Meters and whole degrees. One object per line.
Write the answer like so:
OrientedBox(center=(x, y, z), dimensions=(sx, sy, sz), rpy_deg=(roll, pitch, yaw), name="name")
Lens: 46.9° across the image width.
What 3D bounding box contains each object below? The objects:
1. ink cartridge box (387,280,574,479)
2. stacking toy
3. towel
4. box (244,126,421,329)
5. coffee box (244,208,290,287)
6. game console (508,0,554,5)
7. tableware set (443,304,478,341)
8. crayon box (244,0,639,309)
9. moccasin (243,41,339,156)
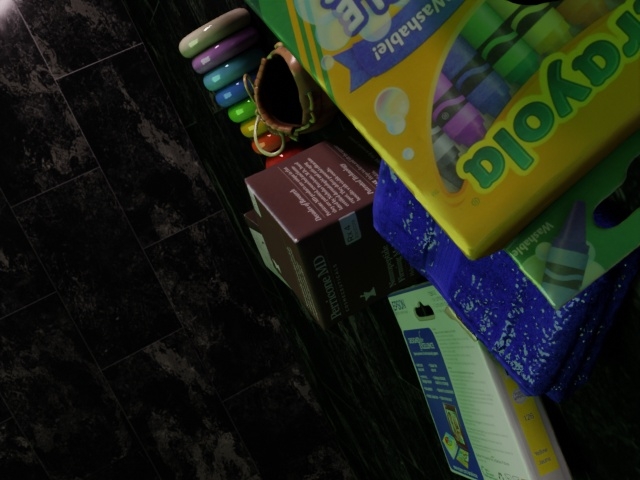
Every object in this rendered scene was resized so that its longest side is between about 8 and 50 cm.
OrientedBox(center=(0.213, 0.200, 1.055), dimensions=(0.303, 0.072, 0.307), rpy_deg=(141, 112, -77), name="ink cartridge box")
OrientedBox(center=(-0.115, -0.241, 1.334), dimensions=(0.330, 0.141, 0.141), rpy_deg=(61, 168, -14), name="stacking toy")
OrientedBox(center=(0.162, -0.002, 0.751), dimensions=(0.308, 0.076, 0.227), rpy_deg=(48, 149, 39), name="towel")
OrientedBox(center=(0.037, -0.025, 0.996), dimensions=(0.167, 0.203, 0.168), rpy_deg=(48, 161, 46), name="box")
OrientedBox(center=(0.000, 0.000, 1.264), dimensions=(0.297, 0.168, 0.118), rpy_deg=(32, 147, 64), name="coffee box")
OrientedBox(center=(0.017, -0.266, 0.404), dimensions=(0.362, 0.213, 0.044), rpy_deg=(23, -168, 26), name="game console")
OrientedBox(center=(0.176, 0.032, 0.868), dimensions=(0.141, 0.020, 0.168), rpy_deg=(59, 145, 20), name="tableware set")
OrientedBox(center=(0.102, -0.137, 0.441), dimensions=(0.323, 0.203, 0.083), rpy_deg=(51, -157, 14), name="crayon box")
OrientedBox(center=(-0.040, -0.207, 1.045), dimensions=(0.139, 0.147, 0.380), rpy_deg=(65, 167, -10), name="moccasin")
